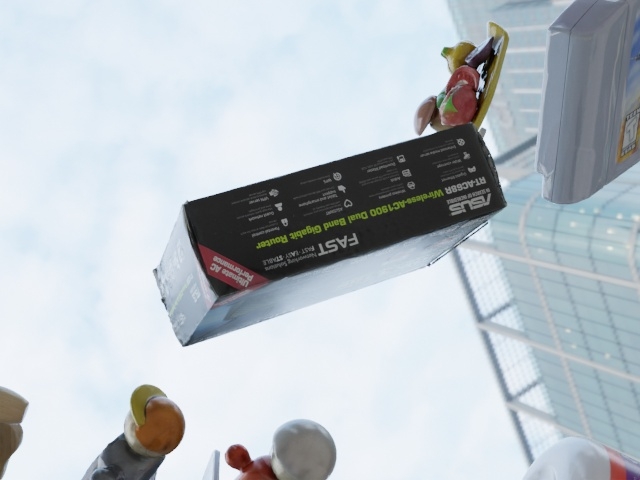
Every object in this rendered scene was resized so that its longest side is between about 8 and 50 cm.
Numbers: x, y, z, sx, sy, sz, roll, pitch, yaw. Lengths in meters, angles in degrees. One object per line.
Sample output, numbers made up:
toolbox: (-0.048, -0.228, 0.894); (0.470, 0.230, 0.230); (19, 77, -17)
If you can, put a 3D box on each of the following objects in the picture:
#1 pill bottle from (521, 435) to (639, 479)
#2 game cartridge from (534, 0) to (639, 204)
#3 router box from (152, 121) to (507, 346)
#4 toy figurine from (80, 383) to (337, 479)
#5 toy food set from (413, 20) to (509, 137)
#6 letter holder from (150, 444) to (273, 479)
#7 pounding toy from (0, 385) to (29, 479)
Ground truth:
pill bottle: (0.346, 0.331, 1.018); (0.323, 0.181, 0.181); (26, -95, -3)
game cartridge: (0.312, -0.175, 1.039); (0.297, 0.062, 0.198); (-31, -45, -41)
router box: (0.000, 0.000, 0.420); (0.122, 0.092, 0.038); (-17, -101, -19)
toy figurine: (-0.081, 0.231, 0.824); (0.209, 0.213, 0.148); (21, -55, -26)
toy food set: (0.157, -0.170, 1.229); (0.071, 0.128, 0.218); (22, -126, -3)
letter holder: (-0.136, 0.348, 1.159); (0.152, 0.302, 0.214); (18, -70, -9)
pounding toy: (-0.432, 0.240, 1.146); (0.154, 0.155, 0.269); (30, -65, -2)
